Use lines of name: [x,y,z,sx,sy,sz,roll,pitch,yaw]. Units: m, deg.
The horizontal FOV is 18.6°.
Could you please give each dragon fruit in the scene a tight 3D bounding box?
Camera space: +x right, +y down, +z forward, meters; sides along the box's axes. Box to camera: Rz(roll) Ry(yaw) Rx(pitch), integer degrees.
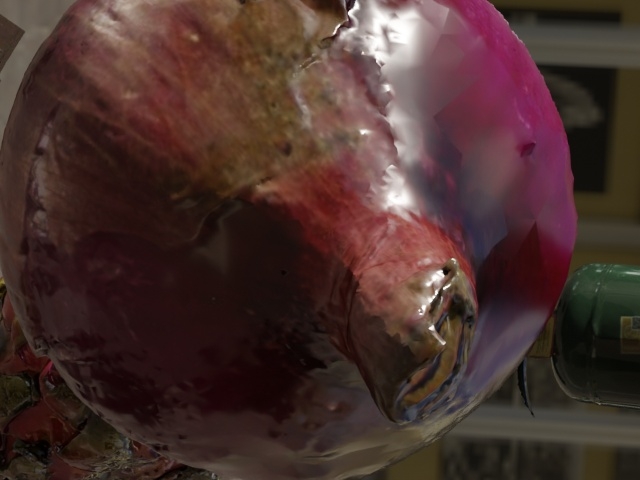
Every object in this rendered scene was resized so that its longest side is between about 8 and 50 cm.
dragon fruit: [-0.170,0.087,1.626,0.291,0.250,0.269,114,-30,-52]

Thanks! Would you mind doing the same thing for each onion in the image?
onion: [0.000,0.000,1.096,0.385,0.347,0.348,-133,-139,-62]

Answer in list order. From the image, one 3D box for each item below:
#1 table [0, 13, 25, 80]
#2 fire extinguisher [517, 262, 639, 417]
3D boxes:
table: [-0.420,-0.181,1.991,0.172,0.169,0.193,-50,-168,19]
fire extinguisher: [0.247,0.074,1.261,0.095,0.311,0.115,26,73,-67]
